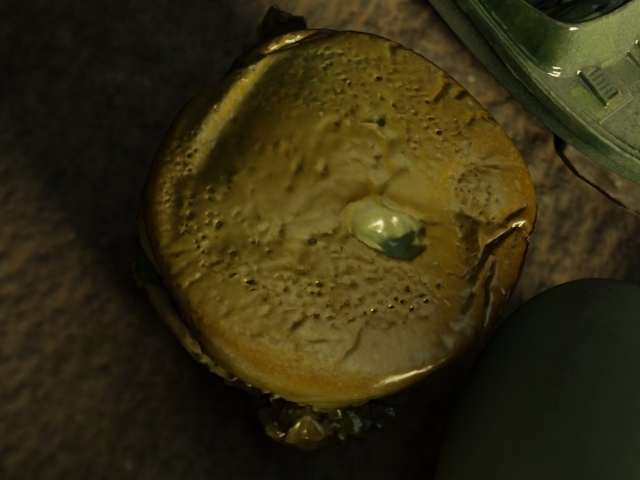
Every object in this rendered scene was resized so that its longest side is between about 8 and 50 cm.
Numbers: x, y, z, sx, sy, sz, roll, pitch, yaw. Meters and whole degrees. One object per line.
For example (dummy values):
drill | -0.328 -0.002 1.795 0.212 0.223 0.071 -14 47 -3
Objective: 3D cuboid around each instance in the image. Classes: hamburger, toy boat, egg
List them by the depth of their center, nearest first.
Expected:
egg | 0.142 0.136 0.542 0.183 0.183 0.264 14 53 -15
hamburger | 0.000 0.000 0.585 0.189 0.122 0.215 24 64 -3
toy boat | 0.160 -0.153 0.730 0.141 0.092 0.319 -35 84 -28
